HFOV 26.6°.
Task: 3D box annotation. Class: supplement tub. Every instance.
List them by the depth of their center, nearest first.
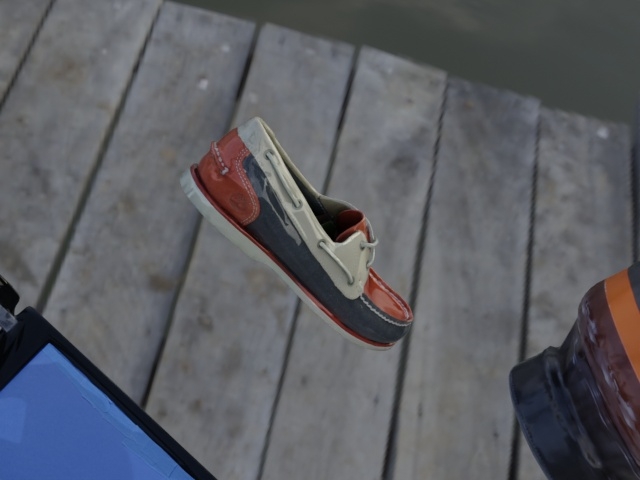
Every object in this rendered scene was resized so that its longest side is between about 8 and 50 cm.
[{"bbox_3d":[0.180,0.043,0.558,0.106,0.198,0.106,53,19,-27],"label":"supplement tub"}]

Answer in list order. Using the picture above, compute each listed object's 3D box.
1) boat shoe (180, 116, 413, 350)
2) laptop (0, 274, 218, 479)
[{"bbox_3d":[0.000,0.000,0.583,0.137,0.043,0.049,41,14,-32],"label":"boat shoe"},{"bbox_3d":[-0.190,0.097,0.473,0.234,0.264,0.136,-46,34,-13],"label":"laptop"}]
